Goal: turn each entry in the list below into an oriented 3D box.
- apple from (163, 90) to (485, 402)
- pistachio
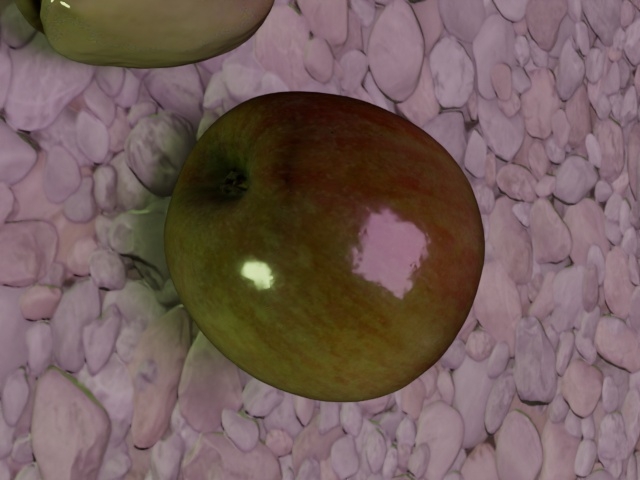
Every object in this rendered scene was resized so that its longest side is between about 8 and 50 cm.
[{"bbox_3d":[0.000,0.000,1.341,0.234,0.257,0.257,37,64,-41],"label":"apple"},{"bbox_3d":[-0.137,-0.202,1.267,0.238,0.138,0.153,-1,126,-49],"label":"pistachio"}]
